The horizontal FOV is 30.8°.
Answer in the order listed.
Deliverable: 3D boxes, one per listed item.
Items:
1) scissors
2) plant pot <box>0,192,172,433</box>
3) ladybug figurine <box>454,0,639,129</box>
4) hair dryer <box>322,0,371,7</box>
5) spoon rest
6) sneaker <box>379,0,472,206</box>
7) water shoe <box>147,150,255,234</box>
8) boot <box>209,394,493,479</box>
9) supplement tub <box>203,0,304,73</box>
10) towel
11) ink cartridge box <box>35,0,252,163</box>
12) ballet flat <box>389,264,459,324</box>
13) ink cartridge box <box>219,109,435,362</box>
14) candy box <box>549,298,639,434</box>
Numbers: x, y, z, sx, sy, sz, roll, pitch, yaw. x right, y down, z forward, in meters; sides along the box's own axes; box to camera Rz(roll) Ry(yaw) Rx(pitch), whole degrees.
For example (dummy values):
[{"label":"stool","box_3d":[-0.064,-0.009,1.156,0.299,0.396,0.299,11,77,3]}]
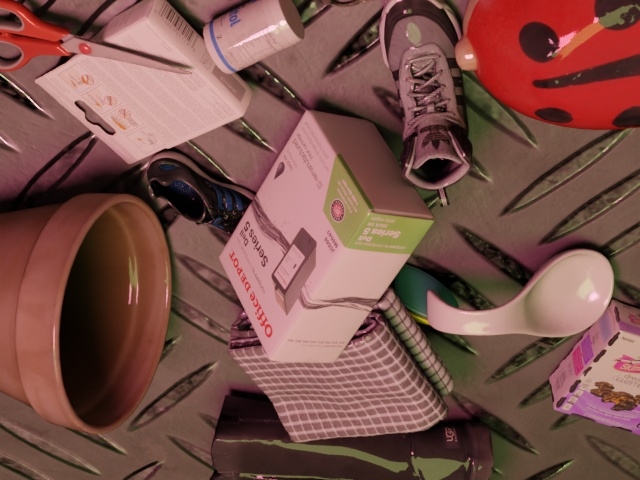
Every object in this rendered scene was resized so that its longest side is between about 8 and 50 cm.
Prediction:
[{"label":"scissors","box_3d":[-0.303,-0.245,1.405,0.297,0.021,0.109,6,134,19]},{"label":"plant pot","box_3d":[-0.397,0.083,1.582,0.281,0.323,0.323,7,133,17]},{"label":"ladybug figurine","box_3d":[0.379,-0.250,1.332,0.450,0.161,0.305,-15,130,12]},{"label":"hair dryer","box_3d":[-0.053,-0.357,1.311,0.294,0.080,0.223,7,131,-4]},{"label":"spoon rest","box_3d":[0.294,0.088,1.648,0.277,0.084,0.137,-10,116,-12]},{"label":"sneaker","box_3d":[0.136,-0.169,1.420,0.101,0.153,0.268,-9,130,9]},{"label":"water shoe","box_3d":[-0.152,-0.042,1.585,0.203,0.080,0.073,29,126,-22]},{"label":"boot","box_3d":[0.033,0.430,1.946,0.445,0.146,0.367,4,123,-6]},{"label":"supplement tub","box_3d":[-0.081,-0.253,1.408,0.107,0.071,0.071,-23,127,19]},{"label":"towel","box_3d":[0.024,0.188,1.706,0.284,0.121,0.235,-11,135,32]},{"label":"ink cartridge box","box_3d":[-0.226,-0.199,1.486,0.225,0.056,0.181,-17,131,39]},{"label":"ballet flat","box_3d":[0.091,0.066,1.689,0.231,0.077,0.077,26,148,-16]},{"label":"ink cartridge box","box_3d":[0.000,0.000,1.514,0.115,0.198,0.272,6,130,-37]},{"label":"candy box","box_3d":[0.474,0.198,1.785,0.165,0.070,0.196,17,130,-13]}]
